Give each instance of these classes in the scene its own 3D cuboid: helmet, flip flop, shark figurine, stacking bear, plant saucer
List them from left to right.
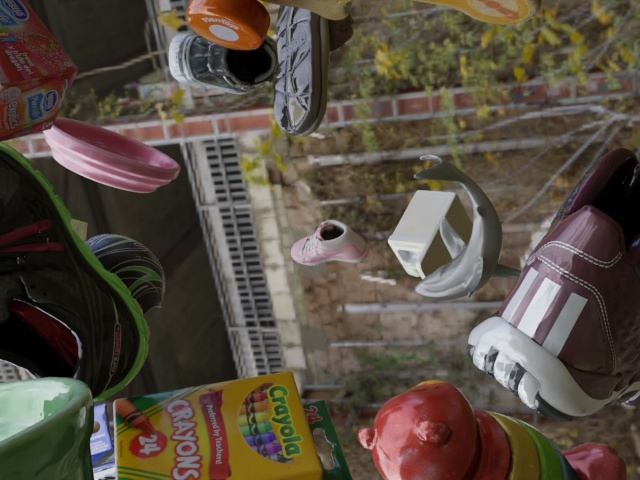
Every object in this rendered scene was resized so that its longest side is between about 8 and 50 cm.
[{"bbox_3d":[-0.508,-0.200,1.842,0.084,0.332,0.332,-68,-14,10],"label":"plant saucer"},{"bbox_3d":[-0.344,0.070,1.271,0.161,0.169,0.169,-45,-42,-27],"label":"helmet"},{"bbox_3d":[0.001,-0.259,0.987,0.080,0.112,0.276,14,-110,-32],"label":"flip flop"},{"bbox_3d":[0.200,0.013,1.026,0.278,0.166,0.116,83,-154,-44],"label":"shark figurine"},{"bbox_3d":[0.168,0.244,0.808,0.289,0.175,0.164,36,-122,-32],"label":"stacking bear"}]

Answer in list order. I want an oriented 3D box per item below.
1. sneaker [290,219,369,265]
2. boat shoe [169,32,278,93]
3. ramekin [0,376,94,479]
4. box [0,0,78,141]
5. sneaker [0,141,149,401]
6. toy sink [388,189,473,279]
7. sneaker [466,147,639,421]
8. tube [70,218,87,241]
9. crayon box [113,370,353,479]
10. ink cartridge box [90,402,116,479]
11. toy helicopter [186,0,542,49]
[{"bbox_3d":[0.000,0.000,1.113,0.070,0.134,0.050,45,-125,-42],"label":"sneaker"},{"bbox_3d":[-0.132,-0.309,1.346,0.335,0.119,0.121,-35,-48,-63],"label":"boat shoe"},{"bbox_3d":[-0.266,0.191,0.422,0.303,0.304,0.148,-20,-82,-73],"label":"ramekin"},{"bbox_3d":[-0.462,-0.270,1.026,0.256,0.128,0.123,51,-139,10],"label":"box"},{"bbox_3d":[-0.435,0.029,1.037,0.483,0.185,0.202,46,-154,-4],"label":"sneaker"},{"bbox_3d":[0.269,0.010,1.928,0.152,0.131,0.234,53,-124,-40],"label":"toy sink"},{"bbox_3d":[0.218,0.023,0.511,0.281,0.106,0.162,0,-62,-54],"label":"sneaker"},{"bbox_3d":[-0.593,-0.040,1.560,0.240,0.062,0.070,22,-97,-30],"label":"tube"},{"bbox_3d":[-0.124,0.293,1.078,0.202,0.319,0.081,-116,22,-54],"label":"crayon box"},{"bbox_3d":[-0.313,0.465,1.231,0.395,0.270,0.151,64,-154,-6],"label":"ink cartridge box"},{"bbox_3d":[0.026,-0.264,0.686,0.235,0.355,0.140,64,-140,-76],"label":"toy helicopter"}]
